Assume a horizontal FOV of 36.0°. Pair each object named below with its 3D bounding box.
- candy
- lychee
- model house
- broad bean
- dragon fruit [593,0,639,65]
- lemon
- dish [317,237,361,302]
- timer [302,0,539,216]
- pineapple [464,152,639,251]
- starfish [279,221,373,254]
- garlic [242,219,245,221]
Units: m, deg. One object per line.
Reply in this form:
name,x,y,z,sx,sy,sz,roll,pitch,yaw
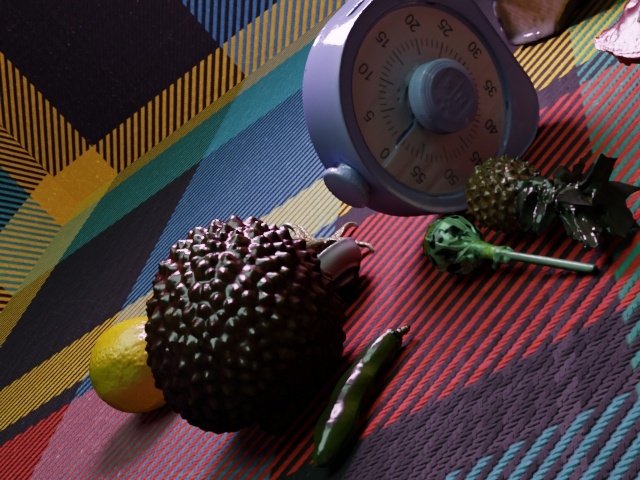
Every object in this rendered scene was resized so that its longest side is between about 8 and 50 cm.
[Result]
candy,0.253,0.022,1.328,0.305,0.091,0.083,12,67,53
lychee,-0.115,0.131,1.451,0.306,0.330,0.306,-27,-7,-4
model house,0.378,-0.543,1.935,0.243,0.298,0.284,-53,-15,-34
broad bean,0.046,0.207,1.333,0.065,0.046,0.254,-3,40,42
dragon fruit,0.538,-0.308,1.401,0.262,0.134,0.211,-47,25,35
lemon,-0.330,0.229,1.816,0.193,0.180,0.180,-13,26,9
dish,0.031,0.072,1.628,0.141,0.078,0.141,-39,-19,-16
timer,0.148,-0.206,1.541,0.395,0.395,0.173,-50,24,-21
pineapple,0.294,-0.055,1.305,0.130,0.119,0.277,-3,5,-24
starfish,0.000,0.002,1.767,0.217,0.050,0.223,4,19,38
garlic,-0.151,0.009,2.080,0.196,0.087,0.101,-10,50,51
